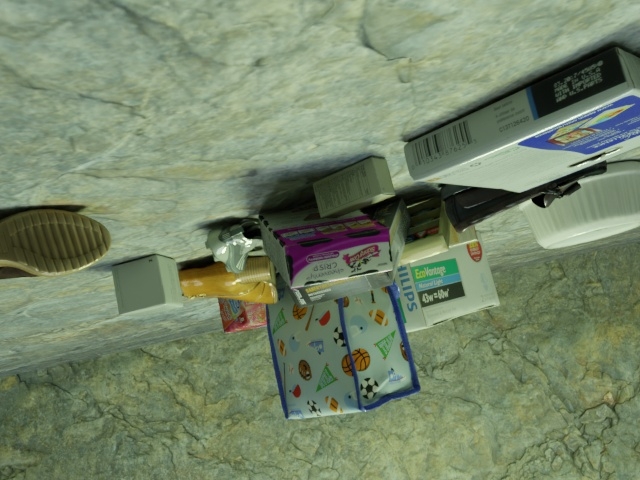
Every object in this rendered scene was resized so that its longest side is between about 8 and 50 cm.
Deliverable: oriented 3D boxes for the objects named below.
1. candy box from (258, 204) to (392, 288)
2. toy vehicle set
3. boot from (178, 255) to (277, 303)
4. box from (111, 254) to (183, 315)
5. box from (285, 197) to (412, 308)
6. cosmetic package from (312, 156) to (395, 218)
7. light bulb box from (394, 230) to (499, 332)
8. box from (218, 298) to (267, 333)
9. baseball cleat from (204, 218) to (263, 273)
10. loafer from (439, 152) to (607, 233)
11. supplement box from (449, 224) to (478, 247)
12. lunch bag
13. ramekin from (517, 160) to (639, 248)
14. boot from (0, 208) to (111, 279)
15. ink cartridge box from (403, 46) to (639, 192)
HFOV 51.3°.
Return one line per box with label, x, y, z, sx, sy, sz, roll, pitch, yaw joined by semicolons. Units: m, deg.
candy box;0.000;0.000;1.057;0.159;0.071;0.233;-10;-164;-12
toy vehicle set;0.120;0.004;1.291;0.267;0.035;0.166;-19;-157;21
boot;-0.210;0.095;1.535;0.211;0.104;0.295;-7;164;0
box;-0.338;0.091;1.307;0.102;0.101;0.087;-14;169;9
box;0.057;0.019;1.200;0.183;0.056;0.231;-17;-157;26
cosmetic package;0.048;-0.077;0.991;0.115;0.060;0.041;-18;169;36
light bulb box;0.236;0.139;1.864;0.358;0.225;0.361;-8;170;-44
box;-0.166;0.197;2.014;0.257;0.122;0.128;-2;164;-44
baseball cleat;-0.139;0.012;1.216;0.110;0.072;0.206;-20;173;3
loafer;0.374;-0.087;1.215;0.303;0.095;0.109;-13;170;3
supplement box;0.328;-0.017;1.625;0.099;0.062;0.036;-15;168;18
lunch bag;0.037;0.220;1.650;0.239;0.385;0.328;-8;169;-42
ramekin;0.582;-0.069;1.467;0.273;0.127;0.273;-12;170;-2
boot;-0.434;0.013;0.919;0.249;0.090;0.207;-8;-179;-31
ink cartridge box;0.327;-0.149;0.925;0.304;0.072;0.307;-23;167;41
